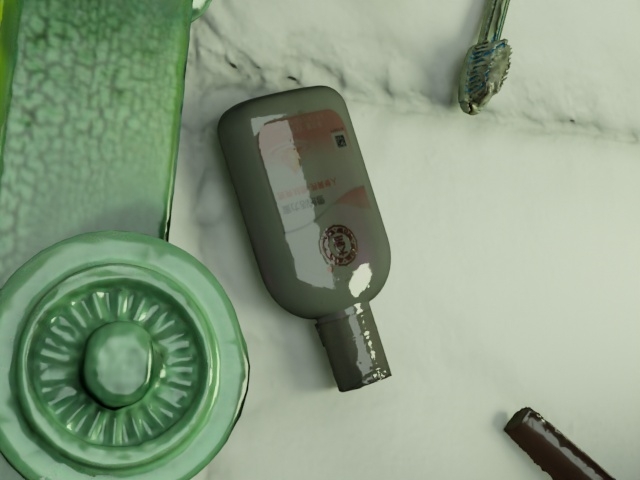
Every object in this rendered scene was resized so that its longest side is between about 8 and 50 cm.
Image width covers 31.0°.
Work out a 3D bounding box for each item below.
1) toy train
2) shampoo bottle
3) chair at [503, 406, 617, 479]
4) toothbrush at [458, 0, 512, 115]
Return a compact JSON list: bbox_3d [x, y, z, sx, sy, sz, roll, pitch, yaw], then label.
[{"bbox_3d":[-0.164,-0.062,0.488,0.272,0.179,0.442,8,77,-18],"label":"toy train"},{"bbox_3d":[0.000,0.000,0.632,0.080,0.040,0.165,-15,86,-31],"label":"shampoo bottle"},{"bbox_3d":[0.214,0.261,0.618,0.326,0.175,0.183,41,72,-11],"label":"chair"},{"bbox_3d":[0.134,-0.207,0.756,0.026,0.028,0.294,28,63,-22],"label":"toothbrush"}]
